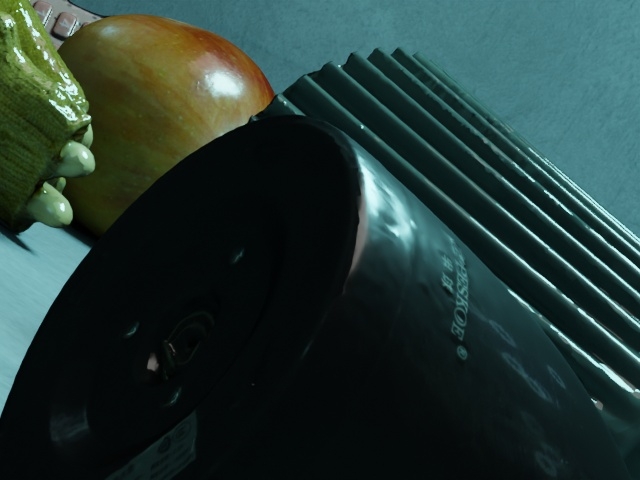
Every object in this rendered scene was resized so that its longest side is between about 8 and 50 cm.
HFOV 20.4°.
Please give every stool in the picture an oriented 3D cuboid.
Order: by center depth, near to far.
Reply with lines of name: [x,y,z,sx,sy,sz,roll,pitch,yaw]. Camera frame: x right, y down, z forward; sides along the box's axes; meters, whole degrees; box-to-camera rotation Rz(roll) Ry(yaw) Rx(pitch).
stool: [0.099,0.078,1.186,0.330,0.297,0.297,40,5,30]

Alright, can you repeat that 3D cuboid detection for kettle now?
kettle: [0.030,0.132,0.739,0.290,0.207,0.268,42,28,-29]

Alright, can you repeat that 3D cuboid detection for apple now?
apple: [-0.158,-0.101,1.734,0.241,0.242,0.242,34,2,40]

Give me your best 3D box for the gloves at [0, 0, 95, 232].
gloves: [-0.302,-0.152,1.455,0.356,0.155,0.203,52,11,16]

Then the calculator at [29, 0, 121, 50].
calculator: [-0.246,-0.148,1.883,0.330,0.220,0.048,26,-28,-11]
